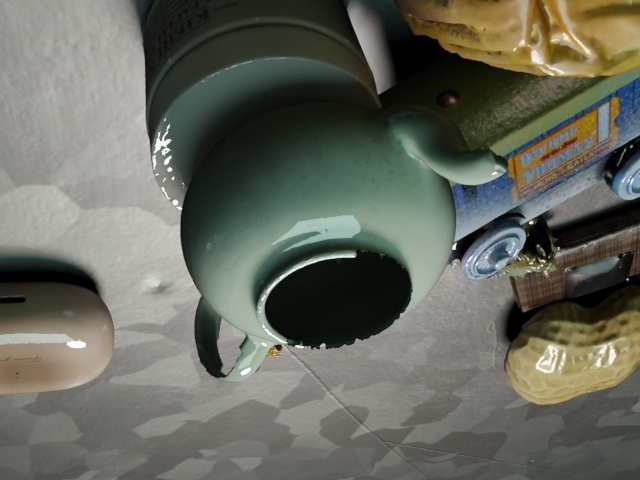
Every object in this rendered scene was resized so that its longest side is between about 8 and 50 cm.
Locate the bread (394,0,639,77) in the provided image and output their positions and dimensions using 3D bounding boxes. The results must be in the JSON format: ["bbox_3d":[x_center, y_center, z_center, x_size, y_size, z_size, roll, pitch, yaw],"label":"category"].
[{"bbox_3d":[0.154,-0.234,0.508,0.274,0.149,0.274,-6,122,-9],"label":"bread"}]

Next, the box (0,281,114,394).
[{"bbox_3d":[-0.327,0.107,0.874,0.200,0.088,0.146,0,138,-14],"label":"box"}]

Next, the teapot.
[{"bbox_3d":[0.000,0.000,0.560,0.193,0.129,0.294,23,127,-34],"label":"teapot"}]

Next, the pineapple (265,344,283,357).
[{"bbox_3d":[-0.070,0.124,1.004,0.019,0.045,0.083,-35,134,8],"label":"pineapple"}]

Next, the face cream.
[{"bbox_3d":[-0.049,-0.116,0.630,0.177,0.153,0.177,-9,140,-8],"label":"face cream"}]

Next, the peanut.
[{"bbox_3d":[0.365,0.144,1.098,0.233,0.110,0.197,-14,142,4],"label":"peanut"}]

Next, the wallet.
[{"bbox_3d":[0.347,0.019,0.994,0.230,0.042,0.124,-21,138,7],"label":"wallet"}]

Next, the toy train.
[{"bbox_3d":[0.192,-0.092,0.704,0.299,0.131,0.202,-30,144,-4],"label":"toy train"}]

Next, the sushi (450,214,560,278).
[{"bbox_3d":[0.193,-0.009,0.870,0.226,0.103,0.097,10,136,-37],"label":"sushi"}]
